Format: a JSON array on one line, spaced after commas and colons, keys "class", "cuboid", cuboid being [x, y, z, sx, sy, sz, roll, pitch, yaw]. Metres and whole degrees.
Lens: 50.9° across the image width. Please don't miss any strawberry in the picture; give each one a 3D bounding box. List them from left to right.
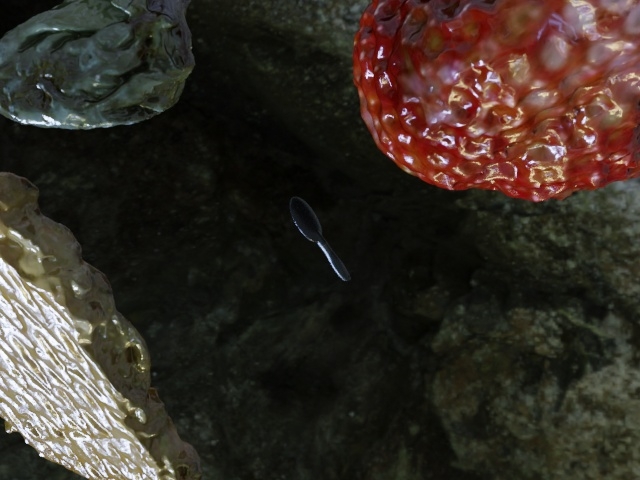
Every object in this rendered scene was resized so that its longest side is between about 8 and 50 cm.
[{"class": "strawberry", "cuboid": [0.191, -0.159, 0.467, 0.312, 0.351, 0.267, -40, -78, -26]}]

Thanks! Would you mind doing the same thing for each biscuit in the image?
[{"class": "biscuit", "cuboid": [-0.158, 0.064, 0.376, 0.224, 0.144, 0.033, 67, -150, -28]}]

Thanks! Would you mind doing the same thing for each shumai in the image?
[{"class": "shumai", "cuboid": [-0.202, -0.176, 0.585, 0.184, 0.184, 0.142, -18, -65, -44]}]

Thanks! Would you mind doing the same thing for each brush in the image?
[{"class": "brush", "cuboid": [0.000, 0.000, 0.535, 0.083, 0.008, 0.024, 54, -137, -16]}]
